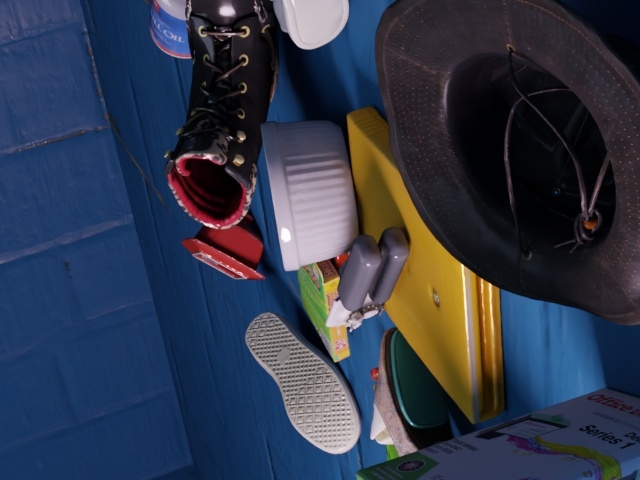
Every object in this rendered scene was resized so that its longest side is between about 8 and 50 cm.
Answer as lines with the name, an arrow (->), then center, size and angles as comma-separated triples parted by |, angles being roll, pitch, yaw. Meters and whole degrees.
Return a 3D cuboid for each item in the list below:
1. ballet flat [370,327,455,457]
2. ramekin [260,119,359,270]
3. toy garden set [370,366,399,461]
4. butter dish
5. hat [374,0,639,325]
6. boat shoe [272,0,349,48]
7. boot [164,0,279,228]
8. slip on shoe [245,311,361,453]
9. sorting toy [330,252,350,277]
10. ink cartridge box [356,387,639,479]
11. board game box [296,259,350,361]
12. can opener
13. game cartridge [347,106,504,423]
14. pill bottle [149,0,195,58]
ballet flat -> 0.123, 0.270, 1.691 | 0.106, 0.107, 0.316 | -40, 57, 35
ramekin -> -0.013, -0.068, 1.751 | 0.207, 0.109, 0.207 | 170, 90, -89
toy garden set -> 0.122, 0.312, 1.898 | 0.244, 0.049, 0.204 | 80, 178, -64
butter dish -> -0.167, -0.001, 2.440 | 0.159, 0.118, 0.160 | 29, 171, -12
hat -> 0.196, -0.095, 1.044 | 0.331, 0.134, 0.331 | 39, 149, 28
boat shoe -> -0.028, -0.368, 1.525 | 0.099, 0.116, 0.319 | 56, 164, 31
boot -> -0.140, -0.221, 1.807 | 0.377, 0.138, 0.284 | 90, -172, -58
slip on shoe -> -0.019, 0.251, 2.260 | 0.101, 0.123, 0.331 | 41, -175, -46
sorting toy -> 0.000, 0.000, 1.987 | 0.307, 0.041, 0.229 | 119, 130, -69
ink cartridge box -> 0.201, 0.238, 1.152 | 0.201, 0.278, 0.117 | -169, 65, -72
board game box -> -0.002, 0.073, 1.972 | 0.124, 0.039, 0.259 | 59, 170, 32
can opener -> 0.050, 0.047, 1.646 | 0.280, 0.074, 0.093 | 112, 139, -69
game cartridge -> 0.127, 0.023, 1.584 | 0.324, 0.052, 0.285 | -125, 22, -52
pill bottle -> -0.216, -0.399, 2.102 | 0.221, 0.124, 0.124 | 115, 134, -68
